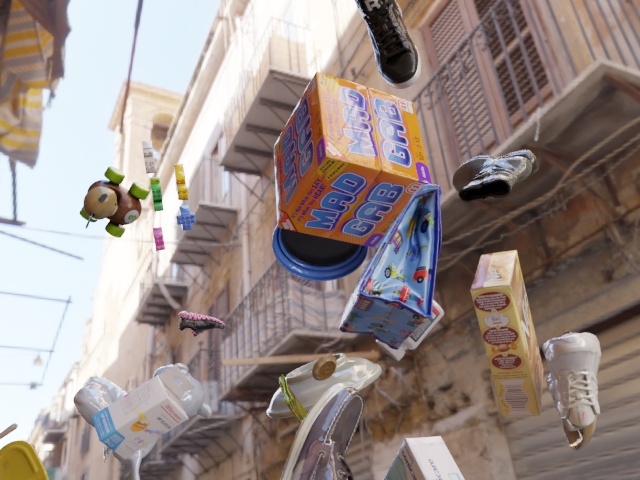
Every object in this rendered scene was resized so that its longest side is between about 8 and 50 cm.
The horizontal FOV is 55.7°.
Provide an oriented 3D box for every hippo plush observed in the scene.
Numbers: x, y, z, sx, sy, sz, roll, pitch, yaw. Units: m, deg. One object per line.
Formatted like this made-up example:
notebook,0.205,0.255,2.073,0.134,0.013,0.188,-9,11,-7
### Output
hippo plush,-0.399,0.367,1.386,0.237,0.234,0.294,-38,13,-14

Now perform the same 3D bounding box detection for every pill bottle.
pill bottle,0.237,0.230,1.630,0.180,0.108,0.108,-48,-31,-9

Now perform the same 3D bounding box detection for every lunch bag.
lunch bag,0.153,0.035,1.194,0.138,0.293,0.221,19,-26,0

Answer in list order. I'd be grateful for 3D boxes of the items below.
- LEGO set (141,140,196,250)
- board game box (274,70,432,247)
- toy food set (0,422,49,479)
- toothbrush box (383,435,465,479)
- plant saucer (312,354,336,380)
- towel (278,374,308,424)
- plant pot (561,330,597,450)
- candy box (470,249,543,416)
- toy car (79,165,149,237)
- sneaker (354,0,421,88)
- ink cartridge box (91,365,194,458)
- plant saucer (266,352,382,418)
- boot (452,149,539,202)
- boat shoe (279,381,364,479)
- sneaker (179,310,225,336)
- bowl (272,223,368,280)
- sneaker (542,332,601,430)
LEGO set,-0.296,-0.080,1.202,0.087,0.093,0.227,-8,-68,-14
board game box,0.085,-0.245,1.934,0.357,0.356,0.356,12,-38,-23
toy food set,-0.632,0.498,1.282,0.128,0.218,0.071,-43,-34,-8
toothbrush box,0.280,0.731,1.698,0.126,0.216,0.295,4,-59,-23
plant saucer,0.015,0.362,1.707,0.083,0.015,0.083,-15,-61,-30
towel,-0.028,0.426,1.427,0.021,0.102,0.237,-30,-65,1
plant pot,0.520,0.302,1.224,0.033,0.236,0.236,-2,-28,9
candy box,0.416,0.202,1.331,0.088,0.183,0.316,-9,-72,25
toy car,-0.546,-0.087,1.556,0.149,0.188,0.155,33,-82,-11
sneaker,0.107,-0.375,1.068,0.079,0.216,0.121,-24,-33,20
ink cartridge box,-0.332,0.334,1.177,0.181,0.061,0.104,-32,-39,-10
plant saucer,0.000,0.454,1.982,0.401,0.100,0.400,-20,-2,-1
boot,0.367,-0.138,1.408,0.161,0.083,0.247,-33,12,-32
boat shoe,-0.001,0.314,0.771,0.092,0.285,0.102,8,-44,33
sneaker,-0.298,0.213,1.510,0.119,0.057,0.047,14,-9,-20
bowl,0.000,0.000,2.460,0.392,0.077,0.391,1,-51,1
sneaker,0.420,0.237,0.985,0.090,0.115,0.232,-13,-43,15
